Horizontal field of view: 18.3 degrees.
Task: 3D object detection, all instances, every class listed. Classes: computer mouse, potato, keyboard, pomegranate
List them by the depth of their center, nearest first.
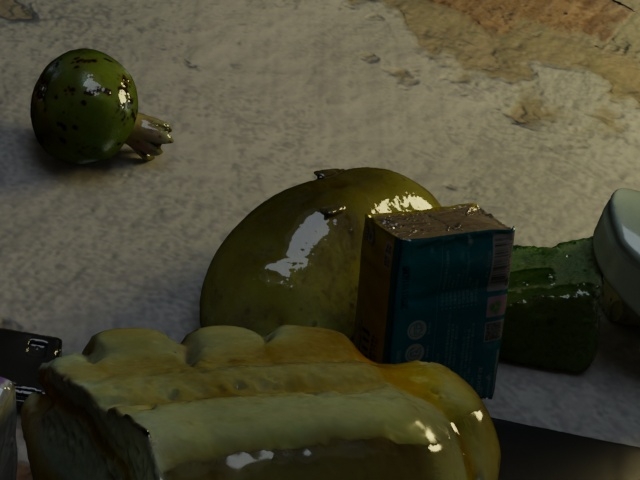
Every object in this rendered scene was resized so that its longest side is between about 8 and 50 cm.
[{"bbox_3d":[-0.333,0.092,1.657,0.230,0.025,0.094,11,40,-5],"label":"keyboard"},{"bbox_3d":[0.000,0.000,1.778,0.160,0.111,0.271,26,44,36],"label":"potato"},{"bbox_3d":[0.337,0.043,1.817,0.231,0.079,0.128,42,31,-24],"label":"computer mouse"},{"bbox_3d":[-0.210,-0.121,1.907,0.142,0.114,0.114,24,32,-28],"label":"pomegranate"}]

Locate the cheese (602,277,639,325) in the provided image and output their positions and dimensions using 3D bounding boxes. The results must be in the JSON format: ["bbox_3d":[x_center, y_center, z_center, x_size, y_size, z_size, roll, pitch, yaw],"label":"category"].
[{"bbox_3d":[0.352,0.037,1.935,0.192,0.037,0.097,-7,44,-26],"label":"cheese"}]

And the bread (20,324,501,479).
[{"bbox_3d":[-0.037,0.189,1.487,0.341,0.210,0.300,-4,19,-30],"label":"bread"}]

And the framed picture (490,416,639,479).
[{"bbox_3d":[0.152,0.264,1.610,0.255,0.014,0.339,11,37,-3],"label":"framed picture"}]

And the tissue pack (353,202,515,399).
[{"bbox_3d":[0.092,0.057,1.708,0.120,0.169,0.082,-7,25,-26],"label":"tissue pack"}]

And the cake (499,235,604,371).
[{"bbox_3d":[0.146,0.041,1.817,0.235,0.099,0.100,10,36,-4],"label":"cake"}]

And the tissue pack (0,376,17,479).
[{"bbox_3d":[-0.406,0.174,1.400,0.338,0.160,0.242,17,42,11],"label":"tissue pack"}]
